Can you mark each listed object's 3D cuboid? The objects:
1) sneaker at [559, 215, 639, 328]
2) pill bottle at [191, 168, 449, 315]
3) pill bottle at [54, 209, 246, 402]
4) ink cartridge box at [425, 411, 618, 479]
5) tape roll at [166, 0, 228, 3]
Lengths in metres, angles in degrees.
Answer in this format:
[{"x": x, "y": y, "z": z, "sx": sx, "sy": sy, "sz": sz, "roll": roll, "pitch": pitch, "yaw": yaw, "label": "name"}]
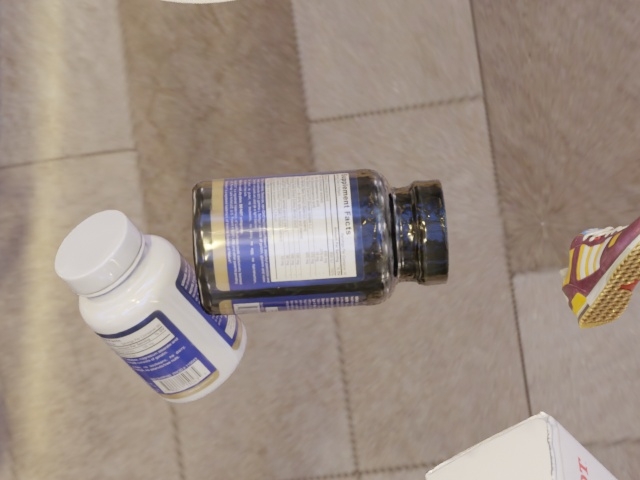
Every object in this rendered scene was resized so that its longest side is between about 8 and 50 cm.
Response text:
[{"x": 0.296, "y": 0.009, "z": 1.654, "sx": 0.070, "sy": 0.185, "sz": 0.084, "roll": -5, "pitch": 55, "yaw": -31, "label": "sneaker"}, {"x": 0.000, "y": 0.000, "z": 1.433, "sx": 0.219, "sy": 0.123, "sz": 0.122, "roll": -4, "pitch": 90, "yaw": -1, "label": "pill bottle"}, {"x": -0.164, "y": 0.060, "z": 1.552, "sx": 0.112, "sy": 0.112, "sz": 0.186, "roll": -34, "pitch": 126, "yaw": 7, "label": "pill bottle"}, {"x": 0.156, "y": 0.224, "z": 0.907, "sx": 0.092, "sy": 0.158, "sz": 0.218, "roll": -29, "pitch": 124, "yaw": 24, "label": "ink cartridge box"}, {"x": -0.097, "y": -0.283, "z": 0.995, "sx": 0.286, "sy": 0.286, "sz": 0.100, "roll": 16, "pitch": 51, "yaw": 7, "label": "tape roll"}]
